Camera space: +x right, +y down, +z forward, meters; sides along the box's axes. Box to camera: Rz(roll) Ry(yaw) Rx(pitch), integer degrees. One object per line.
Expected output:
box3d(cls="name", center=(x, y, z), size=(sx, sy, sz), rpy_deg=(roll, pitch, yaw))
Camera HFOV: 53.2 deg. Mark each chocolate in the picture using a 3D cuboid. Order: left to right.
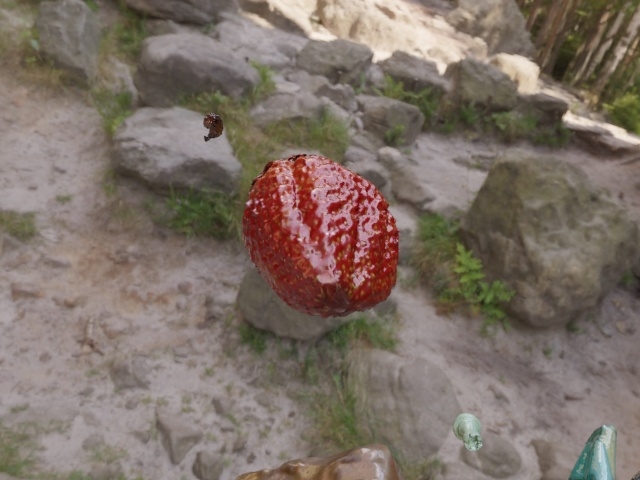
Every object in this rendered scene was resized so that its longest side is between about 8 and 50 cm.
box3d(cls="chocolate", center=(0.012, 0.297, 0.683), size=(0.214, 0.148, 0.093), rpy_deg=(-19, 24, 21))

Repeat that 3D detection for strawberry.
box3d(cls="strawberry", center=(0.000, 0.000, 1.023), size=(0.250, 0.238, 0.288), rpy_deg=(-16, 37, 8))

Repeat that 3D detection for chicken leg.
box3d(cls="chicken leg", center=(-0.190, -0.198, 1.131), size=(0.036, 0.083, 0.021), rpy_deg=(2, 67, -9))

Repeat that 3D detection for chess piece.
box3d(cls="chess piece", center=(0.345, 0.448, 1.479), size=(0.067, 0.067, 0.103), rpy_deg=(18, 6, 2))

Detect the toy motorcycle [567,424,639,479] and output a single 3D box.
box3d(cls="toy motorcycle", center=(0.219, 0.287, 0.511), size=(0.198, 0.109, 0.296), rpy_deg=(31, 53, 19))
